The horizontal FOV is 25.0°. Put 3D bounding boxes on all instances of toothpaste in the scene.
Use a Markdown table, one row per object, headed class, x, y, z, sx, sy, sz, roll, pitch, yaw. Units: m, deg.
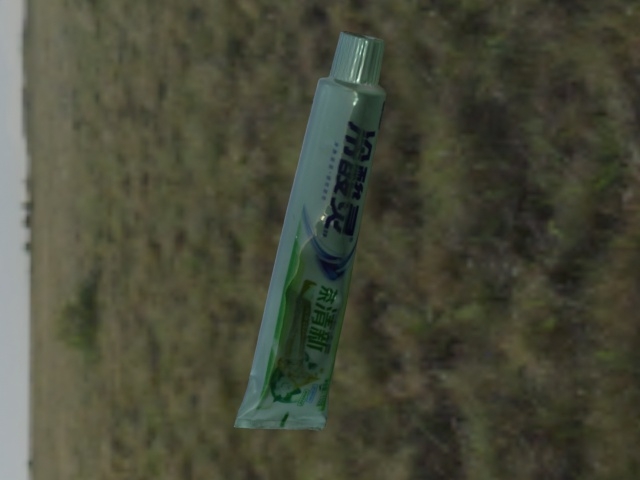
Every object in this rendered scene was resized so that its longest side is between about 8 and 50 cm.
| class | x | y | z | sx | sy | sz | roll | pitch | yaw |
| --- | --- | --- | --- | --- | --- | --- | --- | --- | --- |
| toothpaste | 0.000 | 0.000 | 1.028 | 0.048 | 0.075 | 0.297 | 36 | 117 | 58 |
